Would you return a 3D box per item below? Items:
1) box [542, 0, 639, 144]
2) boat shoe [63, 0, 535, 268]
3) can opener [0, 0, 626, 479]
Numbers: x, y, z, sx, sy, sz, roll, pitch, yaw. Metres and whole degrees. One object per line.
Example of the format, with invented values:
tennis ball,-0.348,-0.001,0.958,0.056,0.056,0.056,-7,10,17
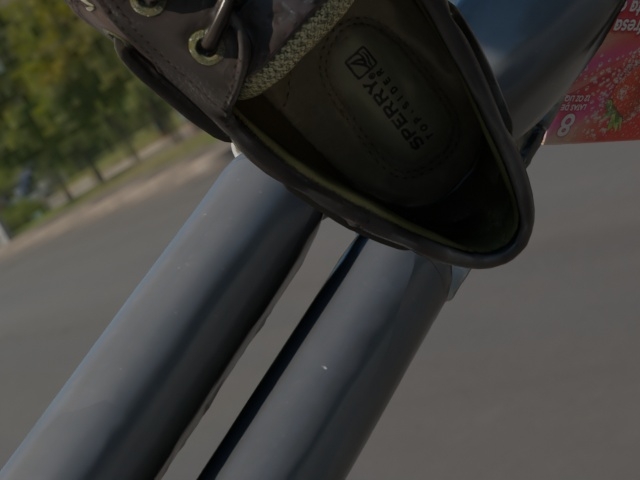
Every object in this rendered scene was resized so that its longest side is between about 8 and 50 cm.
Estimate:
box,0.192,-0.155,1.142,0.300,0.154,0.142,-6,-56,-46
boat shoe,-0.010,-0.046,0.325,0.056,0.152,0.049,-49,39,6
can opener,0.000,0.000,0.487,0.280,0.074,0.093,-56,-5,-43
